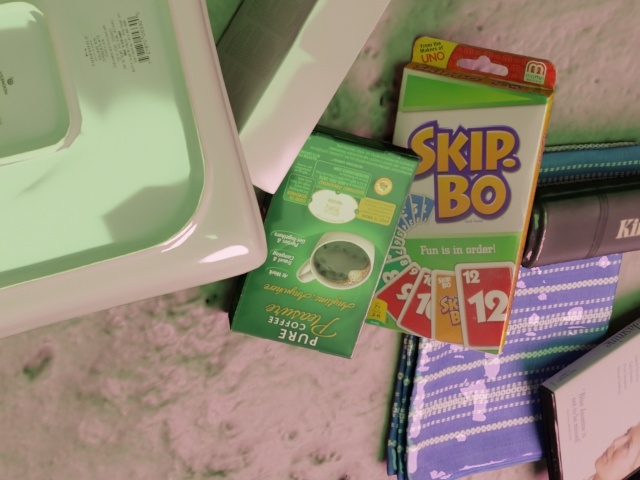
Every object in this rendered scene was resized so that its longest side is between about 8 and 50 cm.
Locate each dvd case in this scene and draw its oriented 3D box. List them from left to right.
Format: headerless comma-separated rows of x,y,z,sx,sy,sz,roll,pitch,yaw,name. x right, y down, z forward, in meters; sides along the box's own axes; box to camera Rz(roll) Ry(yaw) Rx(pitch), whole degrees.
0.328,0.161,1.389,0.253,0.022,0.180,-29,126,-25,dvd case

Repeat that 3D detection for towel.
0.188,0.074,1.281,0.243,0.040,0.336,-7,116,-28,towel

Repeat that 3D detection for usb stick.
0.292,-0.025,1.257,0.278,0.045,0.077,-8,114,-31,usb stick

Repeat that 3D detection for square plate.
-0.221,-0.104,0.879,0.344,0.049,0.347,-16,100,-20,square plate

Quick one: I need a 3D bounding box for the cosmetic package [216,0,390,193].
-0.013,-0.162,1.014,0.060,0.099,0.239,26,99,-38,cosmetic package

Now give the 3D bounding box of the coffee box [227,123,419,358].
0.000,0.000,1.119,0.113,0.040,0.184,13,106,-15,coffee box

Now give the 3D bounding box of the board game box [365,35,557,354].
0.117,-0.036,1.145,0.124,0.039,0.259,13,110,13,board game box
